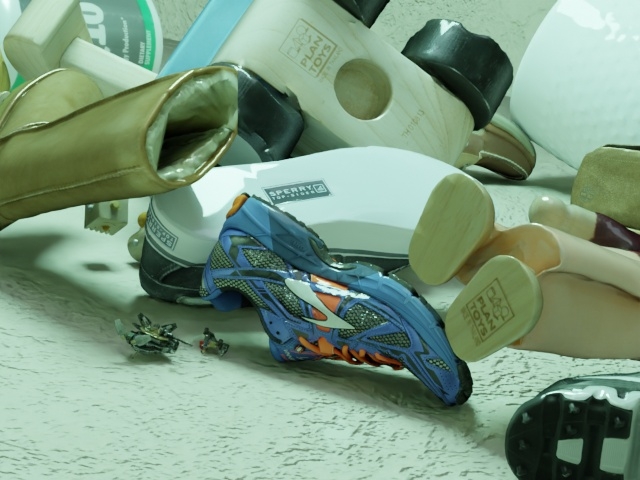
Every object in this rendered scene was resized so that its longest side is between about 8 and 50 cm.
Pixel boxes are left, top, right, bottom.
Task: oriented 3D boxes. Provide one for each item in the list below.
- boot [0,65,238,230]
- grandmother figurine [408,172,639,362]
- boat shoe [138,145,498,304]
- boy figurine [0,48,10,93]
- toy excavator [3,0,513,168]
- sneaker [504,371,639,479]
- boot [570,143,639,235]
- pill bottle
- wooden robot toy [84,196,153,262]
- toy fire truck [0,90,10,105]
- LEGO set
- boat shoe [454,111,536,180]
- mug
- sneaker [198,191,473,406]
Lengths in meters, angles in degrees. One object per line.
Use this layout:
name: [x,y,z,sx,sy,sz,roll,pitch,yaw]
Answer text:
boot: [-0.165,-0.087,1.042,0.269,0.089,0.236,-14,32,38]
grandmother figurine: [0.222,0.046,0.916,0.342,0.104,0.208,8,54,-42]
boat shoe: [0.000,0.000,1.051,0.301,0.102,0.108,-8,48,-29]
boy figurine: [-0.430,-0.142,1.353,0.177,0.092,0.285,18,29,38]
toy excavator: [-0.098,-0.139,1.314,0.433,0.222,0.445,35,-21,-12]
sneaker: [0.226,0.115,0.740,0.234,0.078,0.106,9,15,13]
boot: [0.433,-0.035,1.482,0.305,0.115,0.112,14,12,21]
pill bottle: [-0.414,-0.278,1.813,0.204,0.204,0.361,19,16,41]
wooden robot toy: [-0.135,-0.006,1.141,0.173,0.076,0.079,-3,-19,-42]
toy fire truck: [-0.418,-0.090,1.135,0.246,0.158,0.217,14,6,-39]
LEGO set: [-0.103,0.069,0.877,0.083,0.023,0.054,18,11,-20]
boat shoe: [0.155,-0.141,1.793,0.324,0.116,0.123,23,-11,-26]
mug: [0.481,-0.166,1.817,0.328,0.276,0.374,36,-7,25]
sneaker: [0.009,0.056,0.894,0.221,0.087,0.083,31,-10,28]
